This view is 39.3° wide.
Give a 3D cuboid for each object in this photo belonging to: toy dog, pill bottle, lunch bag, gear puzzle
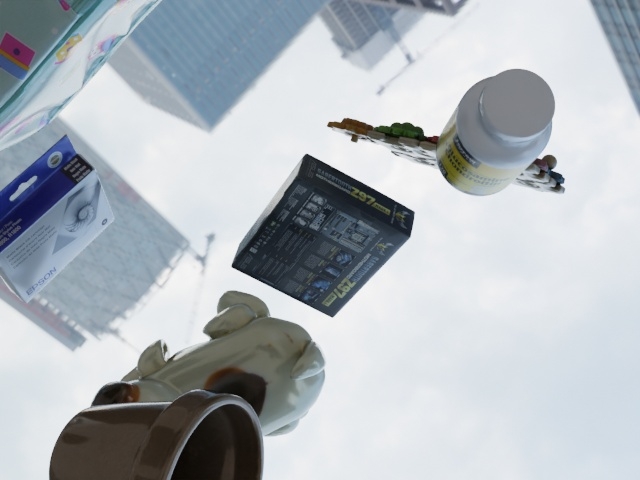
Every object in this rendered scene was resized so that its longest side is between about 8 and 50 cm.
[{"bbox_3d":[-0.206,0.302,1.545,0.408,0.284,0.395,-27,-164,-34],"label":"toy dog"},{"bbox_3d":[0.191,-0.118,0.978,0.103,0.184,0.103,1,-102,-3],"label":"pill bottle"},{"bbox_3d":[-0.248,-0.196,0.820,0.279,0.108,0.224,-40,-173,19],"label":"lunch bag"},{"bbox_3d":[0.163,-0.130,1.228,0.339,0.175,0.044,16,-91,31],"label":"gear puzzle"}]

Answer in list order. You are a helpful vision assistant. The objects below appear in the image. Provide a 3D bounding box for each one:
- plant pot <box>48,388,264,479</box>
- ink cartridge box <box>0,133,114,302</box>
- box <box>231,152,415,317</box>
[{"bbox_3d":[-0.237,0.323,1.228,0.229,0.263,0.263,6,-123,27],"label":"plant pot"},{"bbox_3d":[-0.454,-0.031,1.485,0.045,0.224,0.223,33,-114,21],"label":"ink cartridge box"},{"bbox_3d":[0.000,0.000,1.308,0.232,0.184,0.059,-51,-163,44],"label":"box"}]
